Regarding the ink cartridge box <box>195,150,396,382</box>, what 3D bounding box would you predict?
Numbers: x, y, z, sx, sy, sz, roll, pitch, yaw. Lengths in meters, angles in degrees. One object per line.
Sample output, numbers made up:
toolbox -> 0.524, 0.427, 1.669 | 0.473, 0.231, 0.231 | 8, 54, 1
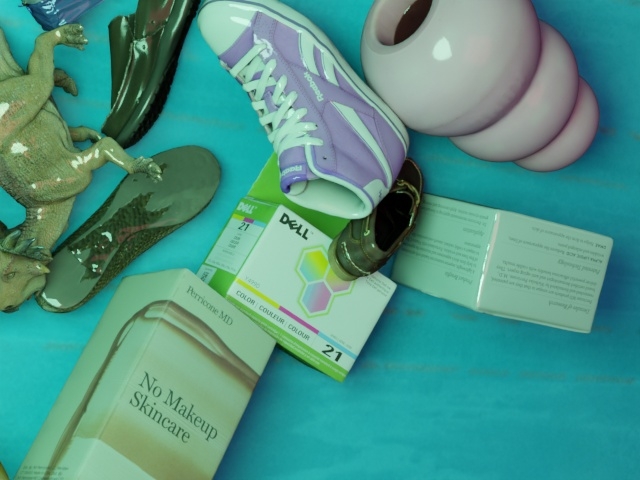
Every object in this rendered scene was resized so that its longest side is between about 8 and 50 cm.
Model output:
ink cartridge box -> 0.000, 0.000, 1.546 | 0.189, 0.097, 0.255 | 35, 82, -29

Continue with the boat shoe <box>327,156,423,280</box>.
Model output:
boat shoe -> 0.079, -0.032, 1.531 | 0.073, 0.073, 0.207 | 43, 42, -14

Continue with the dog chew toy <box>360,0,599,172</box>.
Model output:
dog chew toy -> 0.201, -0.184, 1.575 | 0.332, 0.206, 0.206 | 30, 83, -37

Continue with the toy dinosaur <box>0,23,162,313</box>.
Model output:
toy dinosaur -> -0.296, -0.091, 1.325 | 0.200, 0.127, 0.296 | -31, 100, -28

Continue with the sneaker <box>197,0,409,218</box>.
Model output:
sneaker -> -0.032, -0.138, 1.441 | 0.282, 0.102, 0.161 | 39, 46, -10

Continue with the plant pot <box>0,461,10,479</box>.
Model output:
plant pot -> -0.412, 0.216, 1.279 | 0.205, 0.188, 0.205 | -23, 143, -18

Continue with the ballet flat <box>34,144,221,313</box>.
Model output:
ballet flat -> -0.207, -0.011, 1.458 | 0.084, 0.058, 0.250 | 45, 69, -1

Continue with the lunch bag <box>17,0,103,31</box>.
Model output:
lunch bag -> -0.261, -0.257, 1.371 | 0.098, 0.067, 0.065 | -38, 114, -17

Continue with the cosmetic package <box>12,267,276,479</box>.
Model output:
cosmetic package -> -0.185, 0.192, 1.406 | 0.153, 0.129, 0.296 | 40, 60, -29

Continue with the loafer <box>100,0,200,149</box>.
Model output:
loafer -> -0.187, -0.201, 1.428 | 0.078, 0.080, 0.220 | 21, 87, 1

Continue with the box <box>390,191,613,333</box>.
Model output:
box -> 0.213, 0.024, 1.619 | 0.182, 0.181, 0.119 | 13, 93, -31
